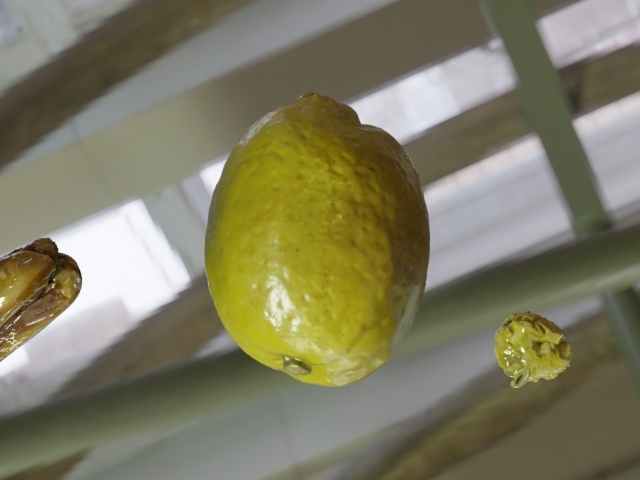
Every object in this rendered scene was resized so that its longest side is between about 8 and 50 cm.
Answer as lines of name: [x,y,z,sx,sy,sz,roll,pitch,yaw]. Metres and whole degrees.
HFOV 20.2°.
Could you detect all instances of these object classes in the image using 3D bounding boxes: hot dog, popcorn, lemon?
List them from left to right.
hot dog: [-0.307,0.076,1.547,0.100,0.249,0.068,3,-125,-57]
lemon: [0.000,0.000,1.302,0.170,0.170,0.207,37,-121,-75]
popcorn: [0.219,0.113,1.917,0.084,0.084,0.084,-24,-90,-83]
